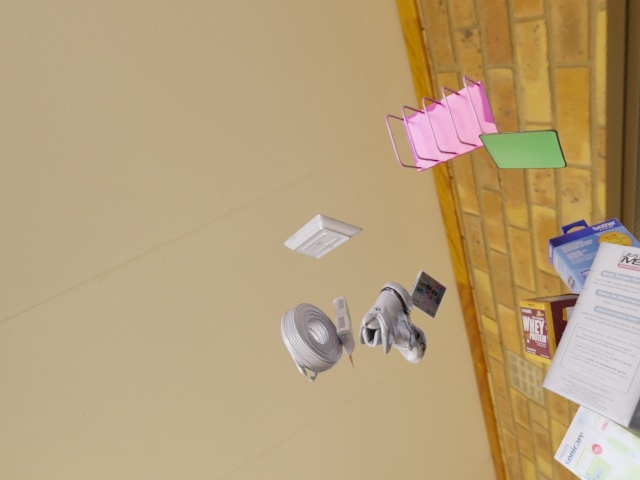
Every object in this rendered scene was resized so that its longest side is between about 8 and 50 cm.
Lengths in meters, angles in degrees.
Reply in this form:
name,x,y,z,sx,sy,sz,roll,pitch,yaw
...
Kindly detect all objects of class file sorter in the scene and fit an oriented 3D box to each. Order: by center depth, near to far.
name,x,y,z,sx,sy,sz,roll,pitch,yaw
file sorter,0.386,-0.372,1.394,0.182,0.291,0.202,-8,-99,-53

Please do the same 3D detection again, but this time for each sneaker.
name,x,y,z,sx,sy,sz,roll,pitch,yaw
sneaker,0.251,0.341,1.526,0.210,0.137,0.365,-41,-56,-31

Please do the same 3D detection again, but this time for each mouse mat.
name,x,y,z,sx,sy,sz,roll,pitch,yaw
mouse mat,0.446,-0.196,0.944,0.190,0.153,0.007,23,-104,-52

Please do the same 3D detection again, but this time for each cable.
name,x,y,z,sx,sy,sz,roll,pitch,yaw
cable,-0.030,0.343,1.542,0.089,0.257,0.257,-41,-12,24

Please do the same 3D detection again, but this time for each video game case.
name,x,y,z,sx,sy,sz,roll,pitch,yaw
video game case,0.430,0.219,1.738,0.157,0.019,0.143,33,-105,-24

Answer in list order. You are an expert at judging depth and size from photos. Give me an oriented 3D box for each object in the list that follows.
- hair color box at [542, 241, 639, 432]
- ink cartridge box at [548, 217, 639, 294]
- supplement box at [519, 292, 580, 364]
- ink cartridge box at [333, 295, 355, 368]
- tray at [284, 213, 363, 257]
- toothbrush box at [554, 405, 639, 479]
name,x,y,z,sx,sy,sz,roll,pitch,yaw
hair color box,0.674,0.204,0.960,0.114,0.185,0.374,27,-94,-31
ink cartridge box,1.066,0.086,1.644,0.270,0.395,0.151,-20,-51,10
supplement box,0.770,0.277,1.372,0.194,0.129,0.191,-6,-93,-8
ink cartridge box,0.109,0.356,1.662,0.056,0.181,0.224,-18,-56,8
tray,0.000,0.000,1.301,0.145,0.270,0.030,17,-115,-21
toothbrush box,0.875,0.639,1.243,0.122,0.283,0.206,14,-78,-33
